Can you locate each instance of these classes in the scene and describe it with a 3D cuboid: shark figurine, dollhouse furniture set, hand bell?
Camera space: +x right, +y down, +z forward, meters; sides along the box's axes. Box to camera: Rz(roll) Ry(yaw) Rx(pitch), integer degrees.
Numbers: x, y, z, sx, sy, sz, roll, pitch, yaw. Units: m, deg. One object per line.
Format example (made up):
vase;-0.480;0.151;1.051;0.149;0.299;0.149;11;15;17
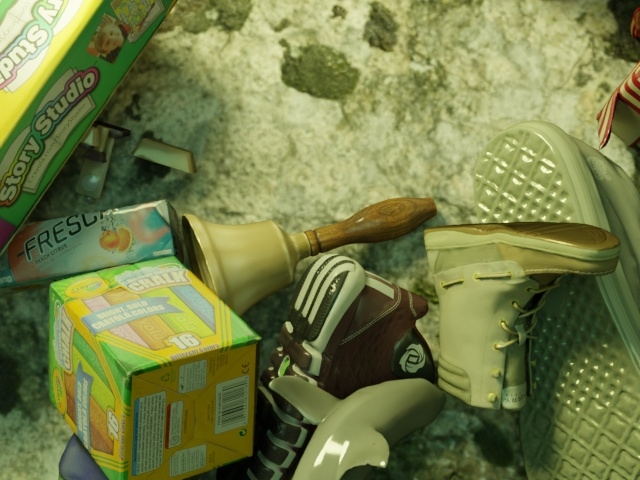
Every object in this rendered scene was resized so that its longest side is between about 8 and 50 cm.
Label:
shark figurine;0.023;0.215;1.005;0.166;0.116;0.278;32;63;-25
dollhouse furniture set;-0.187;-0.062;1.193;0.114;0.091;0.081;18;98;1
hand bell;0.000;0.000;1.172;0.242;0.126;0.126;-17;82;-12

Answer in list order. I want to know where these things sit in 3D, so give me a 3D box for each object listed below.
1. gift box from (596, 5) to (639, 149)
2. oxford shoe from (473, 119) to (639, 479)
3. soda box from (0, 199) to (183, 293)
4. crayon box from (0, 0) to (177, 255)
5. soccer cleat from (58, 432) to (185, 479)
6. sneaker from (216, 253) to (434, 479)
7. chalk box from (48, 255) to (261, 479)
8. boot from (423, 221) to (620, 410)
gift box;0.405;-0.154;1.091;0.258;0.255;0.276;40;75;6
oxford shoe;0.260;0.105;1.125;0.169;0.130;0.449;-19;80;44
soda box;-0.230;0.007;1.185;0.183;0.063;0.058;-10;82;0
crayon box;-0.365;-0.171;1.156;0.313;0.106;0.363;31;84;22
soccer cleat;-0.136;0.278;1.097;0.289;0.093;0.121;40;117;30
sneaker;0.021;0.162;1.141;0.162;0.106;0.281;19;105;-26
chalk box;-0.165;0.105;1.096;0.132;0.213;0.132;-13;122;-32
boot;0.175;0.067;1.061;0.077;0.213;0.165;-6;94;-37
